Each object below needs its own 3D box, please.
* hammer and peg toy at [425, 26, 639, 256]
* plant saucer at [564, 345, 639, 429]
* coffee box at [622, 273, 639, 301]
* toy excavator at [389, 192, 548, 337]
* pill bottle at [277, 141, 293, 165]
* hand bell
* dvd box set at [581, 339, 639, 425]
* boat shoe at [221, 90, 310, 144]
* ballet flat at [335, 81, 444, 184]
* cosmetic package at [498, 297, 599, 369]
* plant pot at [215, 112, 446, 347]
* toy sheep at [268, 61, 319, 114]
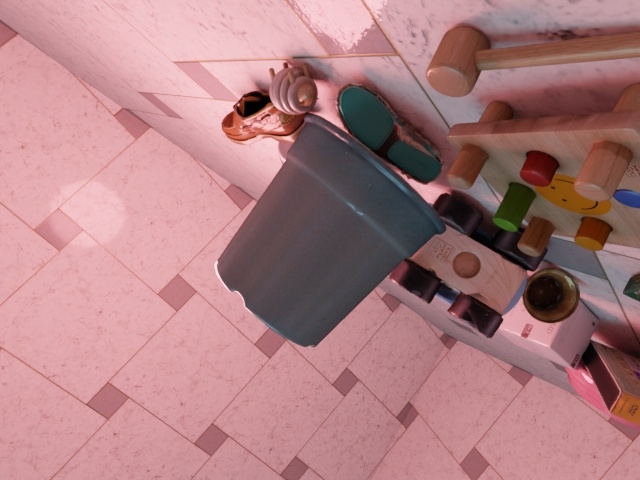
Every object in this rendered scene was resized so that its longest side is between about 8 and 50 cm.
[{"bbox_3d":[0.282,-0.090,0.568,0.361,0.127,0.266,35,171,-30],"label":"hammer and peg toy"},{"bbox_3d":[0.802,0.390,1.274,0.332,0.084,0.332,15,-161,-5],"label":"plant saucer"},{"bbox_3d":[0.636,0.111,0.818,0.184,0.040,0.113,28,172,17],"label":"coffee box"},{"bbox_3d":[0.271,0.027,1.191,0.433,0.222,0.445,31,-179,11],"label":"toy excavator"},{"bbox_3d":[-0.055,-0.213,1.237,0.094,0.094,0.169,30,172,6],"label":"pill bottle"},{"bbox_3d":[0.517,0.116,1.186,0.126,0.126,0.242,31,-176,0],"label":"hand bell"},{"bbox_3d":[0.840,0.383,1.083,0.420,0.062,0.307,22,-164,12],"label":"dvd box set"},{"bbox_3d":[-0.143,-0.290,1.090,0.307,0.110,0.104,9,155,46],"label":"boat shoe"},{"bbox_3d":[0.114,-0.183,0.839,0.241,0.091,0.077,38,-164,-21],"label":"ballet flat"},{"bbox_3d":[0.591,0.217,1.271,0.151,0.151,0.184,36,170,-31],"label":"cosmetic package"},{"bbox_3d":[0.000,0.000,0.920,0.341,0.334,0.341,39,-178,-2],"label":"plant pot"},{"bbox_3d":[-0.053,-0.274,0.875,0.091,0.091,0.132,38,176,-42],"label":"toy sheep"}]
